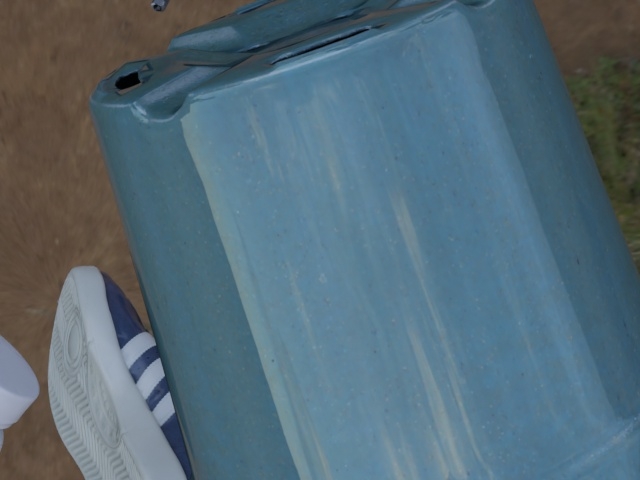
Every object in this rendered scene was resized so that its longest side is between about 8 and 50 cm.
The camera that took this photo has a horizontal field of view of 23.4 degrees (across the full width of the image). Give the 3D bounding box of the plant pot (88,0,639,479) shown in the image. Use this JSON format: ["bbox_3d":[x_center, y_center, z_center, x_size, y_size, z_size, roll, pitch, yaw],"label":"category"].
[{"bbox_3d":[0.038,0.026,0.906,0.341,0.341,0.334,-22,106,-10],"label":"plant pot"}]

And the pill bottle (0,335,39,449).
[{"bbox_3d":[-0.446,0.221,1.658,0.161,0.161,0.283,43,98,-6],"label":"pill bottle"}]

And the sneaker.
[{"bbox_3d":[-0.127,0.149,1.308,0.148,0.350,0.131,1,127,-28],"label":"sneaker"}]

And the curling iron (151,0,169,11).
[{"bbox_3d":[-0.150,-0.384,1.911,0.035,0.068,0.274,56,46,-37],"label":"curling iron"}]
